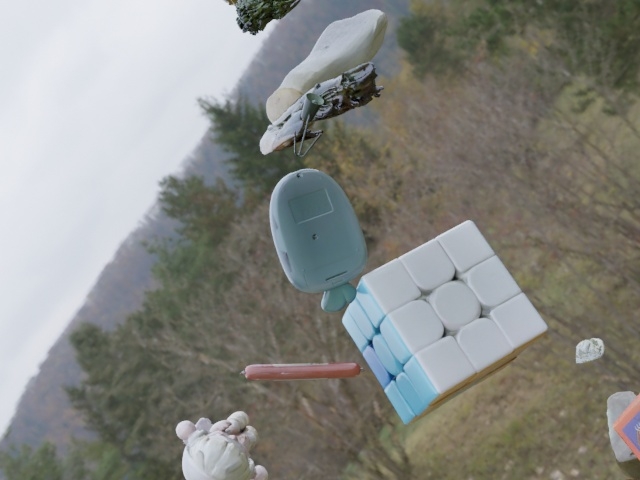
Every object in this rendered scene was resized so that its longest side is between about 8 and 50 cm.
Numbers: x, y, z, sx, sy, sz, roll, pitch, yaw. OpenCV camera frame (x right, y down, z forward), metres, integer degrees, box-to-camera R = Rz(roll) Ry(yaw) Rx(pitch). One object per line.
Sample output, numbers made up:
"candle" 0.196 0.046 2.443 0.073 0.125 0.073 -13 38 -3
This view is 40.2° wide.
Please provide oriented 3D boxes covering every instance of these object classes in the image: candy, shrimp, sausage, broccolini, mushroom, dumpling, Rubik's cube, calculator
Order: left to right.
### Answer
"sausage" -0.032 0.234 1.561 0.029 0.223 0.029 179 90 -84
"shrimp" -0.020 -0.224 1.552 0.289 0.075 0.178 -10 34 46
"broccolini" -0.003 -0.336 1.118 0.239 0.054 0.051 -28 -41 0
"calculator" 0.000 0.000 1.779 0.186 0.298 0.041 -19 2 -20
"mushroom" 0.010 -0.350 1.790 0.328 0.122 0.159 -53 0 -35
"Rubik's cube" 0.254 0.181 1.880 0.291 0.290 0.291 -27 -16 -19
"dumpling" 0.607 0.247 1.970 0.076 0.052 0.057 -3 -24 -40
"candy" 0.781 0.481 2.180 0.102 0.104 0.234 -21 29 28

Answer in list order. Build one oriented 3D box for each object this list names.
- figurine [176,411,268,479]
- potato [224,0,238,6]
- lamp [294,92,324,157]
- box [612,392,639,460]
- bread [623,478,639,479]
"figurine" -0.202 0.415 1.676 0.145 0.181 0.257 -30 -2 1
"potato" -0.150 -0.444 1.487 0.096 0.103 0.066 -38 -5 39
"lamp" -0.022 -0.187 1.413 0.121 0.041 0.054 -83 16 -52
"box" 0.906 0.369 1.948 0.319 0.256 0.348 -14 -36 -29
"bread" 0.514 0.434 1.474 0.085 0.053 0.085 -23 -30 -14
